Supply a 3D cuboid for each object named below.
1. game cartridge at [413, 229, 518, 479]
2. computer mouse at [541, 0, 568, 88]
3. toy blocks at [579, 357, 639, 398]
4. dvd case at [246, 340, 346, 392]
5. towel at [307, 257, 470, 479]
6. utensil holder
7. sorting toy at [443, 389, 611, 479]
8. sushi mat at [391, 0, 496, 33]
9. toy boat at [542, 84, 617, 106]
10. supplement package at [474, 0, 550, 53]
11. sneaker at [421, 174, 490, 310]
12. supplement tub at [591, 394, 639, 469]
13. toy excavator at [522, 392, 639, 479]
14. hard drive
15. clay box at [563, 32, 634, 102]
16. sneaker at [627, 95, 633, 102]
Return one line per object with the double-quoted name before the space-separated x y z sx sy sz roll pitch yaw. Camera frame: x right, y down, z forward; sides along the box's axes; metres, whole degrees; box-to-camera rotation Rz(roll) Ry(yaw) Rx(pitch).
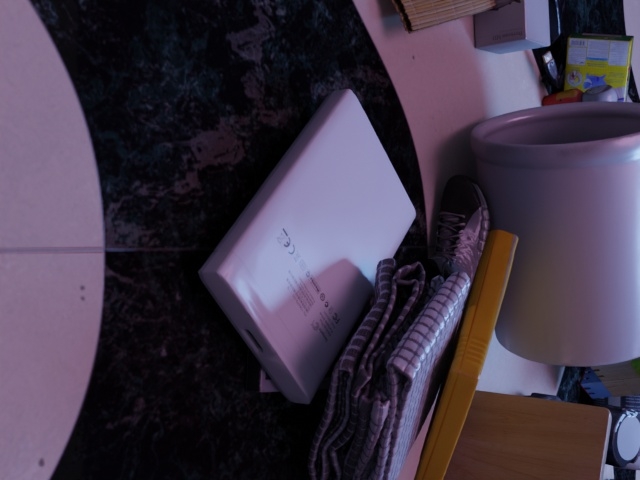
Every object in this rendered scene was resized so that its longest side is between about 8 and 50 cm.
"game cartridge" 0.211 0.182 1.321 0.323 0.053 0.285 -59 163 -49
"computer mouse" 0.461 -0.441 1.817 0.184 0.060 0.262 -65 147 -36
"toy blocks" 0.637 0.188 1.866 0.190 0.261 0.381 49 50 -20
"dvd case" -0.026 0.079 1.182 0.179 0.030 0.238 9 81 -52
"towel" 0.081 0.186 1.167 0.235 0.121 0.283 -51 156 -47
"utensil holder" 0.436 -0.019 1.540 0.328 0.328 0.385 -29 118 -49
"sorting toy" 0.331 0.391 1.452 0.089 0.257 0.255 48 52 -51
"sushi mat" 0.192 -0.433 1.468 0.317 0.019 0.151 -30 95 -49
"toy boat" 0.507 -0.168 1.788 0.267 0.148 0.318 30 65 -48
"supplement package" 0.349 -0.442 1.628 0.105 0.105 0.179 -4 91 -53
"sneaker" 0.211 0.007 1.450 0.132 0.086 0.228 -6 94 -50
"supplement tub" 0.704 0.366 1.987 0.191 0.191 0.272 11 80 -52
"toy excavator" 0.358 0.517 1.557 0.445 0.222 0.432 -12 99 -38
"hard drive" 0.000 0.000 1.156 0.353 0.047 0.233 -57 130 -36
"clay box" 0.581 -0.321 1.875 0.053 0.128 0.221 -47 140 -54
"sneaker" 0.701 -0.250 2.074 0.169 0.108 0.292 62 0 20
